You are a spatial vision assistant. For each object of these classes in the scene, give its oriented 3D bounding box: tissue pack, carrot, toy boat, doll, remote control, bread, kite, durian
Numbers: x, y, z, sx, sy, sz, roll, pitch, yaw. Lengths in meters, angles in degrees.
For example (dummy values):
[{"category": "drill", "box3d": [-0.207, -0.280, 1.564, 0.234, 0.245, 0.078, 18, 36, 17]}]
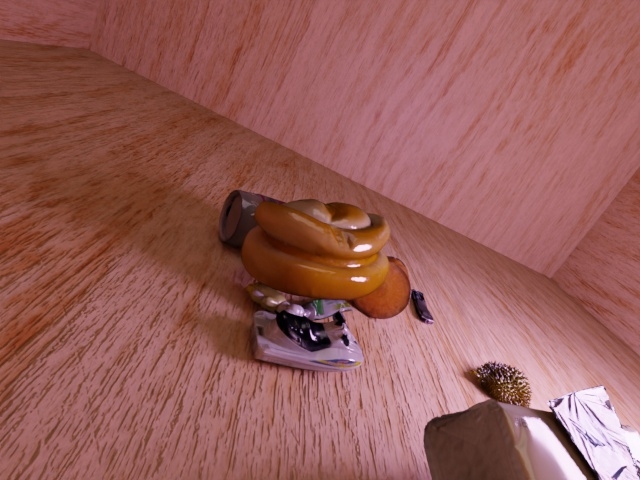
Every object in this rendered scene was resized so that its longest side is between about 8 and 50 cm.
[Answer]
[{"category": "tissue pack", "box3d": [0.408, 0.460, 0.663, 0.405, 0.205, 0.331, 17, 44, -24]}, {"category": "carrot", "box3d": [0.212, 0.148, 1.383, 0.196, 0.195, 0.254, 33, 9, 12]}, {"category": "toy boat", "box3d": [-0.018, 0.215, 0.919, 0.270, 0.140, 0.140, 6, 26, -18]}, {"category": "doll", "box3d": [-0.111, 0.159, 1.025, 0.163, 0.062, 0.106, 32, 2, 20]}, {"category": "remote control", "box3d": [0.375, 0.243, 1.525, 0.059, 0.028, 0.212, 27, 19, -8]}, {"category": "bread", "box3d": [-0.002, 0.012, 1.126, 0.424, 0.245, 0.329, 3, 7, -33]}, {"category": "kite", "box3d": [0.491, 0.355, 0.668, 0.314, 0.011, 0.335, 35, 35, -3]}, {"category": "durian", "box3d": [0.538, 0.411, 1.225, 0.208, 0.102, 0.146, 22, 26, -7]}]

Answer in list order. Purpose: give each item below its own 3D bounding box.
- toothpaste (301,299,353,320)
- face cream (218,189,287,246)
[{"category": "toothpaste", "box3d": [0.014, 0.189, 1.155, 0.078, 0.046, 0.248, 42, 21, 24]}, {"category": "face cream", "box3d": [-0.196, -0.055, 1.282, 0.195, 0.175, 0.175, 15, 23, -33]}]
